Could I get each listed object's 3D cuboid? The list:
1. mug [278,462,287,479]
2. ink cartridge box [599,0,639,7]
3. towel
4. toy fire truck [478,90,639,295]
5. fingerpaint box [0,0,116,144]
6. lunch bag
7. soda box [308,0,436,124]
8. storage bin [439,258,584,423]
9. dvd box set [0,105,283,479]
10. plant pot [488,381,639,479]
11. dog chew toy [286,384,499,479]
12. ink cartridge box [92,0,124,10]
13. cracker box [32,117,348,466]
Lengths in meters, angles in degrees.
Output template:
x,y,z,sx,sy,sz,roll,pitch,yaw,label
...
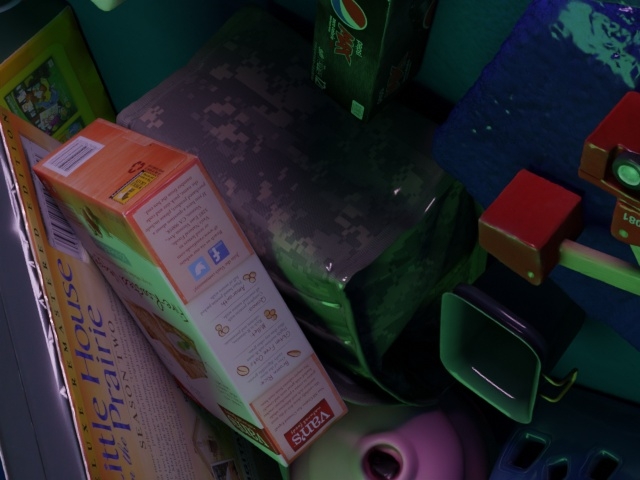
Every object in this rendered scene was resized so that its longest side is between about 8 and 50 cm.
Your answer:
x,y,z,sx,sy,sz,roll,pitch,yaw,label
-0.081,0.247,1.425,0.328,0.276,0.374,52,-175,4,mug
-0.042,-0.223,0.429,0.324,0.071,0.330,22,140,53,ink cartridge box
0.218,-0.009,0.713,0.308,0.076,0.227,43,153,4,towel
0.173,-0.002,0.646,0.192,0.047,0.135,31,151,23,toy fire truck
-0.386,-0.019,1.392,0.163,0.371,0.445,33,158,27,fingerpaint box
0.000,0.000,0.994,0.235,0.169,0.287,37,162,28,lunch bag
0.034,-0.143,0.797,0.053,0.060,0.169,41,161,12,soda box
0.152,0.059,0.929,0.098,0.091,0.135,35,159,22,storage bin
-0.148,0.094,1.040,0.420,0.062,0.307,37,-147,-70,dvd box set
0.242,0.283,1.027,0.236,0.212,0.236,17,147,53,plant pot
0.063,0.206,1.159,0.206,0.206,0.332,40,175,11,dog chew toy
-0.175,-0.368,0.771,0.308,0.091,0.385,42,143,7,ink cartridge box
-0.090,0.035,0.900,0.156,0.067,0.232,22,148,54,cracker box
